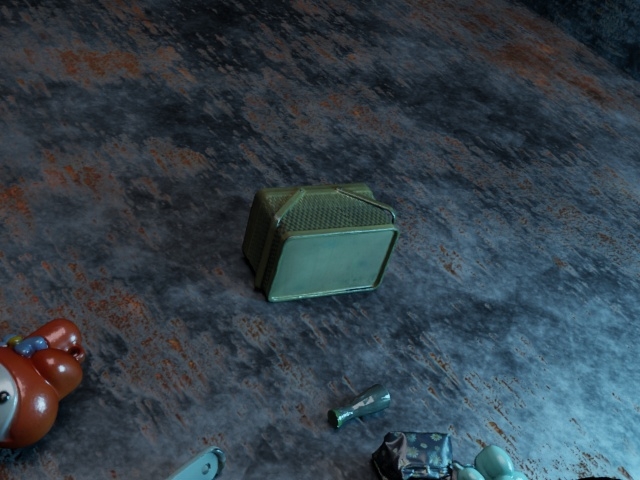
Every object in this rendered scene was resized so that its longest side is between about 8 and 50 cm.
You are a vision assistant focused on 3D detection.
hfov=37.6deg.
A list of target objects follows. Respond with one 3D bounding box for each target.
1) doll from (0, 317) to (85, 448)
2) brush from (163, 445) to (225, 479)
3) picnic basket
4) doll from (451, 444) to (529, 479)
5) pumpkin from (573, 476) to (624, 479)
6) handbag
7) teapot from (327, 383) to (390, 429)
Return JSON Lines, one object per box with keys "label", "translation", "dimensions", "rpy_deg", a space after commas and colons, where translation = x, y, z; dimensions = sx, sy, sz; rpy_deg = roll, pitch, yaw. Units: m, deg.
{"label": "doll", "translation": [-0.434, 0.214, 1.292], "dimensions": [0.161, 0.130, 0.290], "rpy_deg": [30, 51, 28]}
{"label": "brush", "translation": [-0.250, 0.346, 1.256], "dimensions": [0.060, 0.068, 0.297], "rpy_deg": [14, 24, 38]}
{"label": "picnic basket", "translation": [0.000, 0.000, 1.731], "dimensions": [0.266, 0.165, 0.139], "rpy_deg": [-5, 42, -27]}
{"label": "doll", "translation": [0.266, 0.373, 1.402], "dimensions": [0.159, 0.059, 0.158], "rpy_deg": [21, 29, -30]}
{"label": "pumpkin", "translation": [0.417, 0.424, 1.336], "dimensions": [0.202, 0.140, 0.202], "rpy_deg": [11, 20, -4]}
{"label": "handbag", "translation": [0.150, 0.352, 1.388], "dimensions": [0.115, 0.072, 0.139], "rpy_deg": [7, 40, -21]}
{"label": "teapot", "translation": [0.059, 0.266, 1.496], "dimensions": [0.110, 0.043, 0.043], "rpy_deg": [-18, 47, -36]}
